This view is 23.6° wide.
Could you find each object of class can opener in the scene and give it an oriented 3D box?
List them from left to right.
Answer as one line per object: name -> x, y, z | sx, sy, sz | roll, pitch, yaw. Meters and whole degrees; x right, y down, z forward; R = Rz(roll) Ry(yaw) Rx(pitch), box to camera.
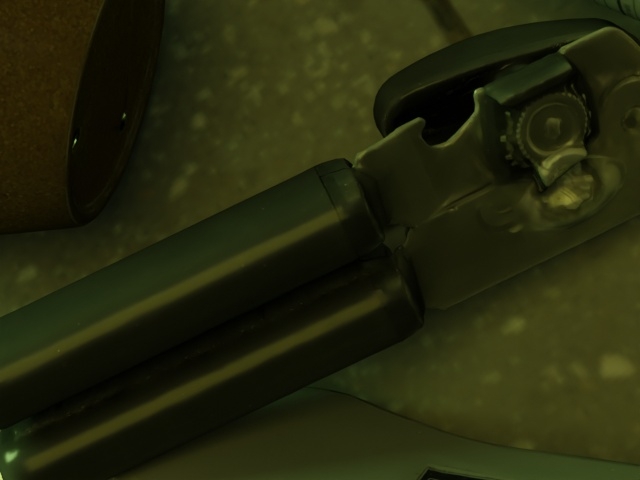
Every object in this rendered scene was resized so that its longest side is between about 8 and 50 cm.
can opener -> 0.000, 0.000, 0.576 | 0.283, 0.095, 0.076 | -25, 117, 0

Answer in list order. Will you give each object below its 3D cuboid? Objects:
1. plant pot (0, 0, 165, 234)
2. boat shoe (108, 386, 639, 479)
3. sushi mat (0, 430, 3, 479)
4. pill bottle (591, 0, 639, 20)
plant pot -> -0.199, -0.096, 0.612 | 0.254, 0.237, 0.237 | 14, 83, 5
boat shoe -> 0.037, 0.118, 0.550 | 0.267, 0.096, 0.088 | 5, 115, 27
sushi mat -> -0.102, 0.177, 0.565 | 0.316, 0.019, 0.151 | 41, 98, 37
pill bottle -> 0.131, -0.139, 0.552 | 0.216, 0.121, 0.121 | 27, 88, 21
